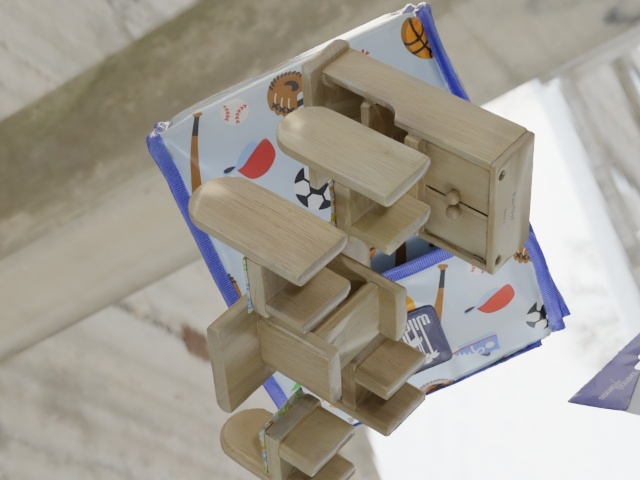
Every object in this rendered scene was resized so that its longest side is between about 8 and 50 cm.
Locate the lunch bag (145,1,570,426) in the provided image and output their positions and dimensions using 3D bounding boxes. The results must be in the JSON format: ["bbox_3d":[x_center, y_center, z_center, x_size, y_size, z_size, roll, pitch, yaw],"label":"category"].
[{"bbox_3d":[0.044,-0.010,1.548,0.239,0.328,0.385,-97,-17,-80],"label":"lunch bag"}]

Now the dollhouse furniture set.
[{"bbox_3d":[0.000,0.000,0.941,0.242,0.161,0.212,-41,-35,-32],"label":"dollhouse furniture set"}]

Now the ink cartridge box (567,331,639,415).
[{"bbox_3d":[0.484,0.130,1.679,0.304,0.307,0.072,-31,-54,-50],"label":"ink cartridge box"}]
